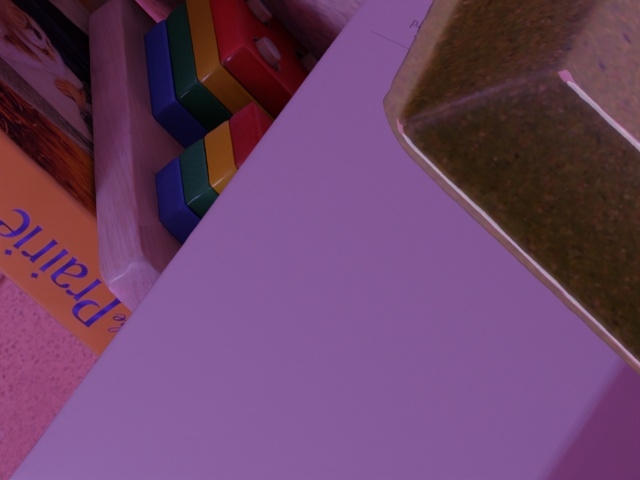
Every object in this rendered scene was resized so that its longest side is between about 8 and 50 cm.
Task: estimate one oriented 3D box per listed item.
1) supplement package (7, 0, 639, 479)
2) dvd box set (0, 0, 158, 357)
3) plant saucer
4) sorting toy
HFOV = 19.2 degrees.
[{"bbox_3d":[0.050,0.049,0.758,0.175,0.293,0.177,30,167,25],"label":"supplement package"},{"bbox_3d":[-0.073,-0.007,1.067,0.420,0.062,0.307,45,-162,-30],"label":"dvd box set"},{"bbox_3d":[0.116,-0.022,0.402,0.188,0.045,0.188,45,149,11],"label":"plant saucer"},{"bbox_3d":[0.000,0.000,0.983,0.255,0.089,0.257,45,-162,-30],"label":"sorting toy"}]
